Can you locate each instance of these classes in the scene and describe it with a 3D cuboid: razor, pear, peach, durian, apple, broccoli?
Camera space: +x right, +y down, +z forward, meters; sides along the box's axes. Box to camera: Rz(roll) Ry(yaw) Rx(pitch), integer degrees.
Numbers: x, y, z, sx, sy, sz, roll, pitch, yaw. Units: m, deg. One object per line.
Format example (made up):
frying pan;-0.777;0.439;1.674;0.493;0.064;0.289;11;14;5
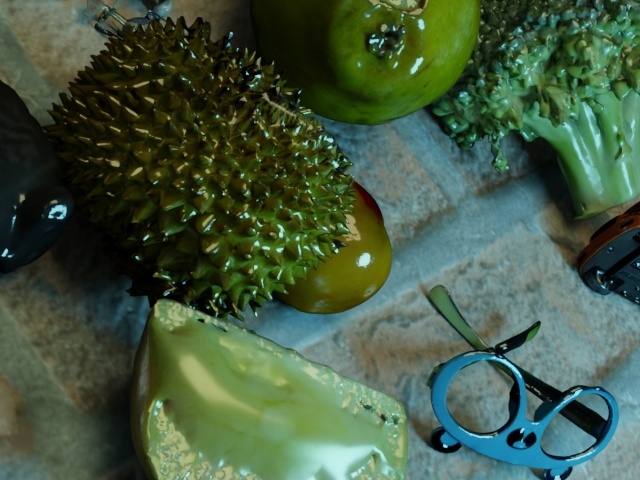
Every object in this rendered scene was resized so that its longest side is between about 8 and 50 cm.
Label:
razor;-0.348;-0.028;1.218;0.189;0.107;0.327;53;38;9
pear;0.048;-0.256;1.686;0.269;0.269;0.321;28;24;-24
peach;0.000;0.000;1.514;0.138;0.138;0.138;25;43;-26
durian;-0.113;-0.064;1.365;0.293;0.258;0.258;41;34;23
apple;-0.058;0.187;1.308;0.265;0.120;0.193;25;56;-23
broccoli;0.322;-0.204;1.893;0.317;0.277;0.338;51;42;-29

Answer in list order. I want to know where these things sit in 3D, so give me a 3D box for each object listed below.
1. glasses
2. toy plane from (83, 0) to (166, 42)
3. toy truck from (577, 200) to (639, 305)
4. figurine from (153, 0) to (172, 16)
glasses;0.194;0.123;1.608;0.239;0.102;0.207;17;48;-33
toy plane;-0.186;-0.212;1.595;0.120;0.031;0.049;35;48;-20
toy truck;0.427;0.030;1.908;0.252;0.107;0.114;27;42;-27
figurine;-0.178;-0.289;1.645;0.094;0.082;0.086;23;60;-14
